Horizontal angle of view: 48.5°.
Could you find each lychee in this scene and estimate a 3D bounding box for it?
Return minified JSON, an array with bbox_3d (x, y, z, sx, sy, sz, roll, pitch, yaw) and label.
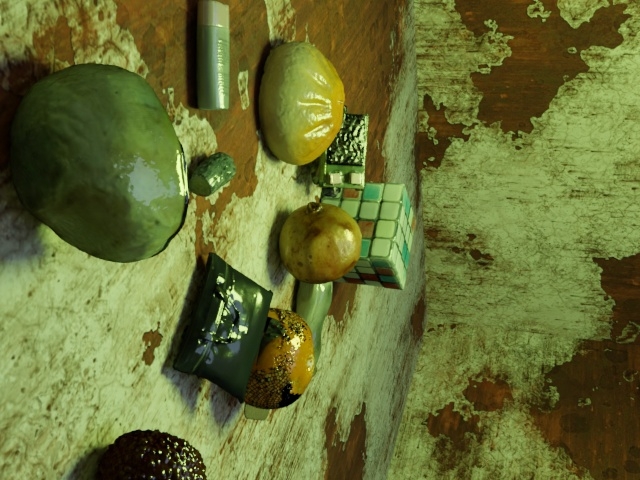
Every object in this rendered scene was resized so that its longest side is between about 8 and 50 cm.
[{"bbox_3d":[-0.275,0.393,1.138,0.188,0.188,0.188,5,90,-72],"label":"lychee"}]

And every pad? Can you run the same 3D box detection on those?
[{"bbox_3d":[-0.140,0.320,1.809,0.176,0.002,0.266,46,52,-68],"label":"pad"}]

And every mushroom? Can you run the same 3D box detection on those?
[{"bbox_3d":[-0.293,-0.093,0.920,0.164,0.190,0.266,-15,112,-56],"label":"mushroom"},{"bbox_3d":[-0.029,0.218,1.990,0.109,0.097,0.351,-3,102,-70],"label":"mushroom"}]

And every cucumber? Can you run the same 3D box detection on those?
[{"bbox_3d":[-0.209,-0.127,1.368,0.112,0.064,0.064,-54,145,-57],"label":"cucumber"}]

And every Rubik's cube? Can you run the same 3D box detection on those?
[{"bbox_3d":[0.136,-0.015,2.169,0.256,0.254,0.258,56,41,-63],"label":"Rubik's cube"}]

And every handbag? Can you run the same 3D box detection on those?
[{"bbox_3d":[-0.191,0.175,1.433,0.211,0.089,0.254,40,55,-45],"label":"handbag"}]

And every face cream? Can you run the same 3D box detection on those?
[{"bbox_3d":[-0.203,-0.346,1.338,0.084,0.057,0.198,-21,113,-70],"label":"face cream"}]

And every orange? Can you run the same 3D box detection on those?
[{"bbox_3d":[-0.108,0.268,1.612,0.234,0.182,0.234,-1,90,-75],"label":"orange"}]

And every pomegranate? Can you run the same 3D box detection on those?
[{"bbox_3d":[0.000,0.000,1.814,0.215,0.215,0.215,5,90,-72],"label":"pomegranate"}]

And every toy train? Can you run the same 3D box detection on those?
[{"bbox_3d":[0.053,-0.247,1.949,0.177,0.134,0.260,-167,-100,-72],"label":"toy train"}]

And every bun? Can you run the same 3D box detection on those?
[{"bbox_3d":[-0.025,-0.333,1.722,0.299,0.165,0.298,5,90,-74],"label":"bun"}]
